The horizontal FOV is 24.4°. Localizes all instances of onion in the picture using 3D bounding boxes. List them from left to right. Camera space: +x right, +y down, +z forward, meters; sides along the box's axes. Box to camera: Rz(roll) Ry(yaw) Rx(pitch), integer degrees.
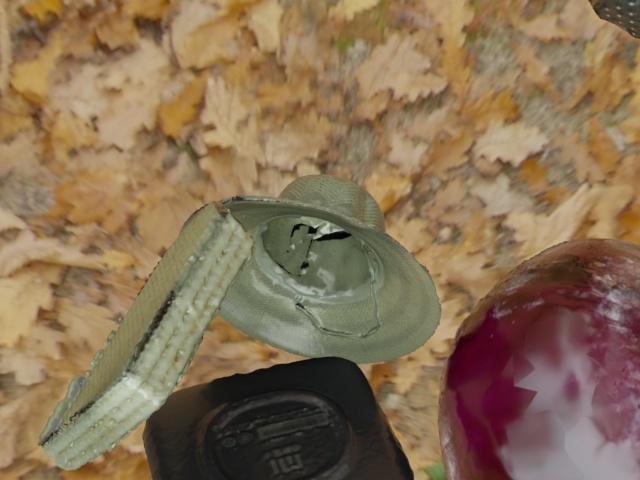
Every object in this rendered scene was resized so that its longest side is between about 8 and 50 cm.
[{"bbox_3d":[0.230,0.172,1.302,0.260,0.282,0.336,-14,83,-44],"label":"onion"}]

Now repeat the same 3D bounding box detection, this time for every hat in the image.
[{"bbox_3d":[0.000,0.000,1.362,0.252,0.252,0.110,19,55,0],"label":"hat"}]

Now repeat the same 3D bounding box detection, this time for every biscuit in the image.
[{"bbox_3d":[-0.120,0.061,1.152,0.052,0.150,0.252,39,43,-12],"label":"biscuit"}]

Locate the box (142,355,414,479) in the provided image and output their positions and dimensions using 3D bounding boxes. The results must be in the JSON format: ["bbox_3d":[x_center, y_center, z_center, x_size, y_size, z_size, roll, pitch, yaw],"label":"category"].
[{"bbox_3d":[-0.038,0.176,1.242,0.213,0.201,0.042,-11,130,-16],"label":"box"}]

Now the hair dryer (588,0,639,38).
[{"bbox_3d":[0.231,0.035,0.571,0.320,0.155,0.284,15,103,-3],"label":"hair dryer"}]
